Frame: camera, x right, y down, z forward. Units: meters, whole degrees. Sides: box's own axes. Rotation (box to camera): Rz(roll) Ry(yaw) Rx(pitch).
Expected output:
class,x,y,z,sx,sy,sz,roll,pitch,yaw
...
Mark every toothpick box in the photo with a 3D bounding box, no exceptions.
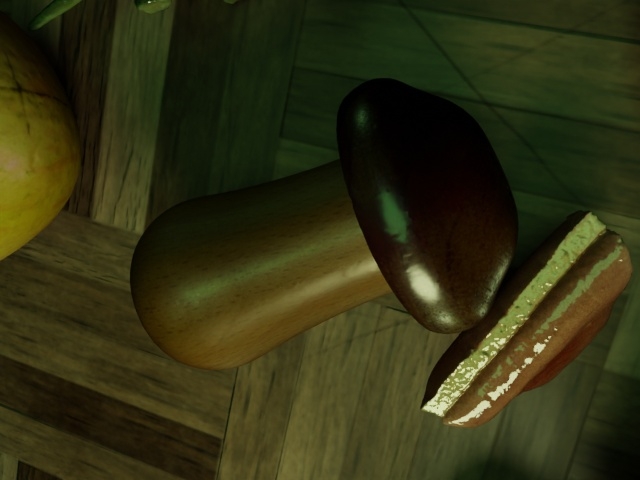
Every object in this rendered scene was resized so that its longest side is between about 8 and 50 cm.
class,x,y,z,sx,sy,sz,roll,pitch,yaw
toothpick box,0.000,0.000,0.425,0.294,0.192,0.192,-20,92,24

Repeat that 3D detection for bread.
class,x,y,z,sx,sy,sz,roll,pitch,yaw
bread,0.167,0.070,0.427,0.192,0.119,0.067,-52,53,16

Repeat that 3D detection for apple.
class,x,y,z,sx,sy,sz,roll,pitch,yaw
apple,-0.369,-0.103,0.490,0.286,0.233,0.286,3,101,13

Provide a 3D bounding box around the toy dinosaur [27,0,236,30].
class,x,y,z,sx,sy,sz,roll,pitch,yaw
toy dinosaur,-0.108,-0.366,0.449,0.447,0.087,0.301,-15,95,11
